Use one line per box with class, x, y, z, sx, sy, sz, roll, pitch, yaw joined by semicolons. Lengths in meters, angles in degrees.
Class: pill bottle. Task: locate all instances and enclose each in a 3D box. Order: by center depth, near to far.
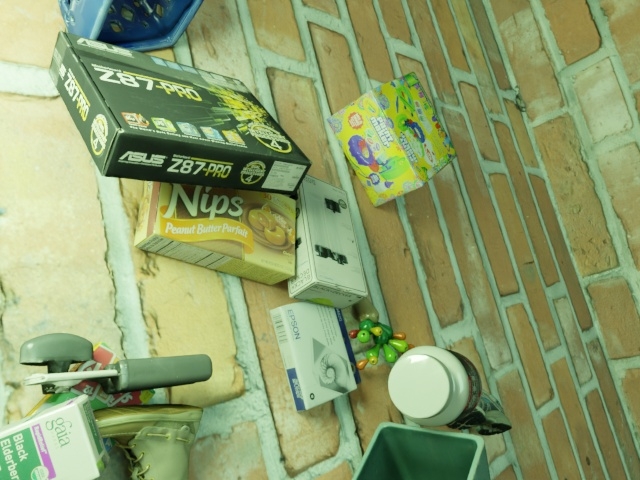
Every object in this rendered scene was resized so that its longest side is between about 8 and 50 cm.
pill bottle;0.265;0.336;1.191;0.318;0.176;0.176;29;50;-61

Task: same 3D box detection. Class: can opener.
can opener;-0.300;0.183;0.783;0.283;0.076;0.095;8;67;-47

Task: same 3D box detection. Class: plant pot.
plant pot;-0.371;-0.510;0.961;0.212;0.236;0.236;56;43;-1
plant pot;0.223;0.578;1.078;0.248;0.247;0.252;-48;124;-46

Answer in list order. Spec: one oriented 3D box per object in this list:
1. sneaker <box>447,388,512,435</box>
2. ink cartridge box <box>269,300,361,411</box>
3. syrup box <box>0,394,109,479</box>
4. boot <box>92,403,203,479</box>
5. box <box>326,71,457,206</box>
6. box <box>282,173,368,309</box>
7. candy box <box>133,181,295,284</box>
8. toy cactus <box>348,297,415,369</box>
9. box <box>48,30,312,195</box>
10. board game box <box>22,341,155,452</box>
sneaker;0.417;0.461;1.438;0.283;0.110;0.122;31;35;-36
ink cartridge box;0.007;0.238;1.141;0.224;0.045;0.223;-7;78;-47
syrup box;-0.388;0.278;0.610;0.236;0.096;0.093;-19;86;-18
boot;-0.272;0.333;0.764;0.213;0.077;0.165;22;70;-53
box;0.217;-0.299;1.496;0.279;0.177;0.290;-37;100;-47
box;0.000;0.000;1.174;0.169;0.087;0.290;17;51;-40
candy box;-0.195;-0.039;1.025;0.316;0.087;0.183;20;57;-37
toy cactus;0.132;0.223;1.244;0.219;0.112;0.181;14;40;-46
box;-0.249;-0.223;0.952;0.394;0.097;0.318;1;40;-45
board game box;-0.370;0.284;0.747;0.124;0.039;0.259;51;47;-17
